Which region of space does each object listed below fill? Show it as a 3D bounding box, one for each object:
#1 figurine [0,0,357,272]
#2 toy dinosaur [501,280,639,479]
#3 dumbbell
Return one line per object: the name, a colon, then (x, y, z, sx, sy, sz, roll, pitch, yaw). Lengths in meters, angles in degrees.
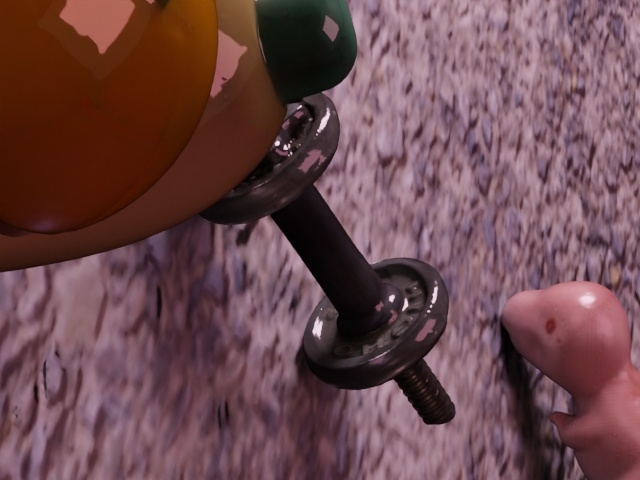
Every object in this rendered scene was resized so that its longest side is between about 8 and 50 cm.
figurine: (-0.119, -0.045, 0.490, 0.324, 0.222, 0.124, -9, 90, -59)
toy dinosaur: (0.205, 0.114, 1.035, 0.152, 0.194, 0.177, -22, 120, -50)
dumbbell: (0.000, 0.000, 0.805, 0.254, 0.081, 0.082, 55, 38, -33)
